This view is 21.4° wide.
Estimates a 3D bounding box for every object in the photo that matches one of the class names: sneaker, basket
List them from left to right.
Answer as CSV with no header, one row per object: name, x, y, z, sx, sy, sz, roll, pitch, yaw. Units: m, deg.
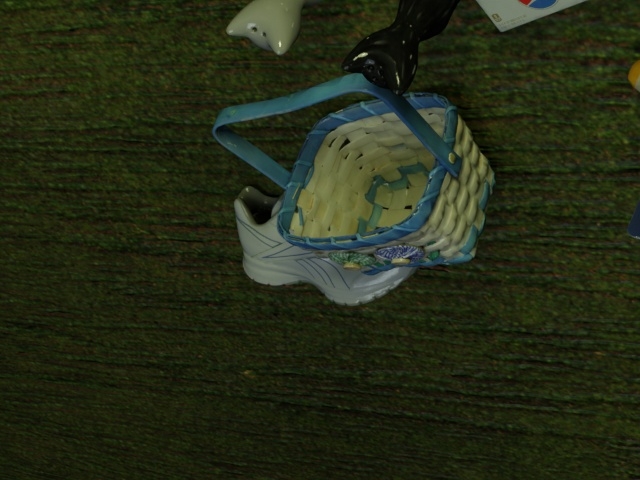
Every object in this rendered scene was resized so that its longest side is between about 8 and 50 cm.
sneaker,0.000,0.000,2.169,0.297,0.111,0.129,5,132,36
basket,0.052,-0.084,1.944,0.254,0.201,0.289,-9,140,43

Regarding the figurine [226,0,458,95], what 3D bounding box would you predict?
figurine,0.031,-0.248,1.745,0.215,0.209,0.092,18,144,16

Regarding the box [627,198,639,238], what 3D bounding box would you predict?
box,0.449,-0.034,1.783,0.225,0.136,0.036,15,144,20

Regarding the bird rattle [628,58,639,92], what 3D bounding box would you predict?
bird rattle,0.430,-0.144,1.715,0.253,0.143,0.207,33,159,-29

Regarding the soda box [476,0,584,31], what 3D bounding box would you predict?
soda box,0.248,-0.281,1.673,0.216,0.069,0.074,-16,125,45
